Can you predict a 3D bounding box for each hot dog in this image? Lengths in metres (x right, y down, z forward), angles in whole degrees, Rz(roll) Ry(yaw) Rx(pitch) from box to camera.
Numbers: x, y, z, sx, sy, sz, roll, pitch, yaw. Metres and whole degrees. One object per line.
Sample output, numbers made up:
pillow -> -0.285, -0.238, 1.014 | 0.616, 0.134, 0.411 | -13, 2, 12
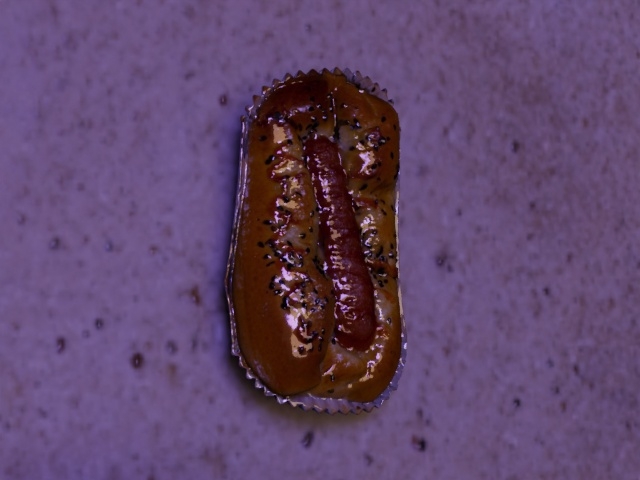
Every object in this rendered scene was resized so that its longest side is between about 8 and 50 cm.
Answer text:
hot dog -> 0.000, 0.000, 0.928 | 0.108, 0.059, 0.191 | 3, 80, -28
